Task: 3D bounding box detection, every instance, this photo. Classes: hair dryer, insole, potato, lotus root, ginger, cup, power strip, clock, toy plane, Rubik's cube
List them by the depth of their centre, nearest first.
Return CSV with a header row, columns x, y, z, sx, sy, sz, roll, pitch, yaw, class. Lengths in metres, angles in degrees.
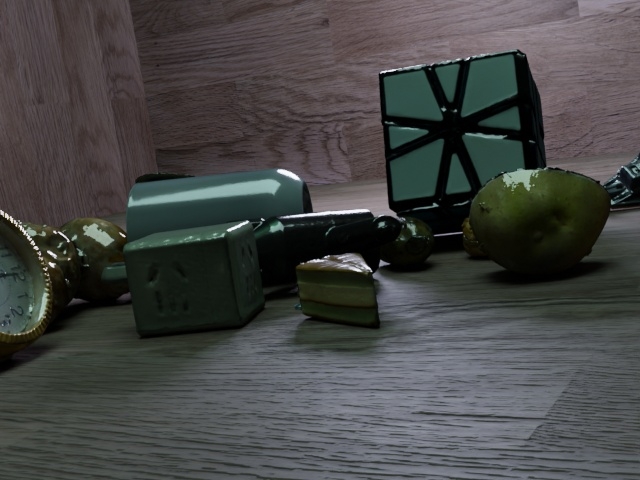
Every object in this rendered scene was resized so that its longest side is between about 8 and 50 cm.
x,y,z,sx,sy,sz,roll,pitch,yaw,class
-0.520,0.071,1.233,0.200,0.244,0.317,-22,-2,24,clock
0.319,-0.007,1.305,0.202,0.182,0.117,8,45,-4,potato
-0.212,0.058,1.336,0.225,0.140,0.139,-8,8,12,power strip
0.000,0.000,1.390,0.244,0.116,0.302,-6,-6,-21,hair dryer
0.144,0.004,1.562,0.089,0.080,0.179,-52,12,-9,lotus root
-0.453,0.050,1.605,0.256,0.176,0.375,16,18,29,ginger
-0.174,-0.020,1.630,0.312,0.205,0.205,-6,8,8,cup
-0.189,-0.082,1.749,0.349,0.009,0.119,12,-26,-31,insole
0.286,-0.176,1.753,0.289,0.293,0.283,-5,-8,17,Rubik's cube
0.634,-0.117,1.854,0.316,0.103,0.204,-13,43,-13,toy plane

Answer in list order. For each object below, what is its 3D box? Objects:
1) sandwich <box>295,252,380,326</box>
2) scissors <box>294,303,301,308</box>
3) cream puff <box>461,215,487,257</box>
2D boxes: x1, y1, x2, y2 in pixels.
x,y,z,sx,sy,sz,roll,pitch,yaw,class
0.059,0.061,1.226,0.114,0.079,0.163,-15,9,-36,sandwich
-0.006,0.091,1.361,0.036,0.006,0.083,-6,8,33,scissors
0.304,-0.024,1.538,0.119,0.104,0.133,-5,5,-31,cream puff
